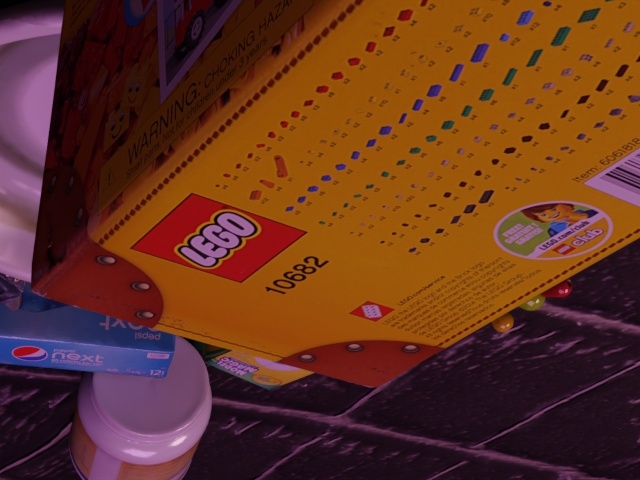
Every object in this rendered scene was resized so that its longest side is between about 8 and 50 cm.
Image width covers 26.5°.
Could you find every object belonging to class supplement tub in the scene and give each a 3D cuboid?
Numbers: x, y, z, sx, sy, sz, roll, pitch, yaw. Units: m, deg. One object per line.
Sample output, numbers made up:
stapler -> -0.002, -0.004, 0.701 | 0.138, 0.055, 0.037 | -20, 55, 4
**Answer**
supplement tub -> -0.197, 0.192, 1.488 | 0.144, 0.144, 0.200 | 7, 150, -12

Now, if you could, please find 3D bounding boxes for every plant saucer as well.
plant saucer -> -0.136, -0.082, 1.044 | 0.400, 0.101, 0.400 | 0, 150, 0

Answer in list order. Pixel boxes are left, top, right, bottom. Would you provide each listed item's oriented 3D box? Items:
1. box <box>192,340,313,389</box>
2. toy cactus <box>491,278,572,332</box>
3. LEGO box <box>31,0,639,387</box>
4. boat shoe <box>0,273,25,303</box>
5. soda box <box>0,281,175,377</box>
box -> -0.043, 0.110, 1.449 | 0.179, 0.043, 0.105 | -23, 143, 37
toy cactus -> 0.110, 0.040, 1.282 | 0.219, 0.112, 0.180 | 9, 160, -32
LEGO box -> 0.087, -0.210, 0.540 | 0.193, 0.373, 0.500 | 18, 146, -29
boat shoe -> -0.301, 0.007, 1.246 | 0.083, 0.065, 0.183 | 13, 155, -24
soda box -> -0.253, 0.086, 1.372 | 0.210, 0.071, 0.067 | 7, 149, -13
